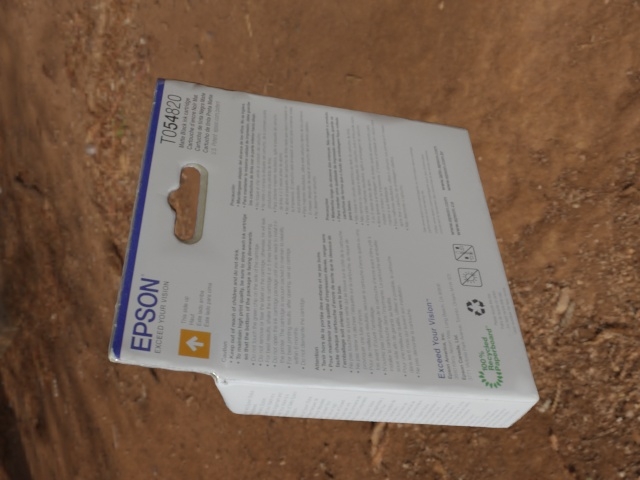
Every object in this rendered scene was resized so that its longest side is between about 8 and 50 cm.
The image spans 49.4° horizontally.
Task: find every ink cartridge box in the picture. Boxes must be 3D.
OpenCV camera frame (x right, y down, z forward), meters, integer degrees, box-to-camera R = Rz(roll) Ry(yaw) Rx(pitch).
[{"bbox_3d":[0.000,0.000,0.425,0.045,0.224,0.223,112,162,-47],"label":"ink cartridge box"}]
